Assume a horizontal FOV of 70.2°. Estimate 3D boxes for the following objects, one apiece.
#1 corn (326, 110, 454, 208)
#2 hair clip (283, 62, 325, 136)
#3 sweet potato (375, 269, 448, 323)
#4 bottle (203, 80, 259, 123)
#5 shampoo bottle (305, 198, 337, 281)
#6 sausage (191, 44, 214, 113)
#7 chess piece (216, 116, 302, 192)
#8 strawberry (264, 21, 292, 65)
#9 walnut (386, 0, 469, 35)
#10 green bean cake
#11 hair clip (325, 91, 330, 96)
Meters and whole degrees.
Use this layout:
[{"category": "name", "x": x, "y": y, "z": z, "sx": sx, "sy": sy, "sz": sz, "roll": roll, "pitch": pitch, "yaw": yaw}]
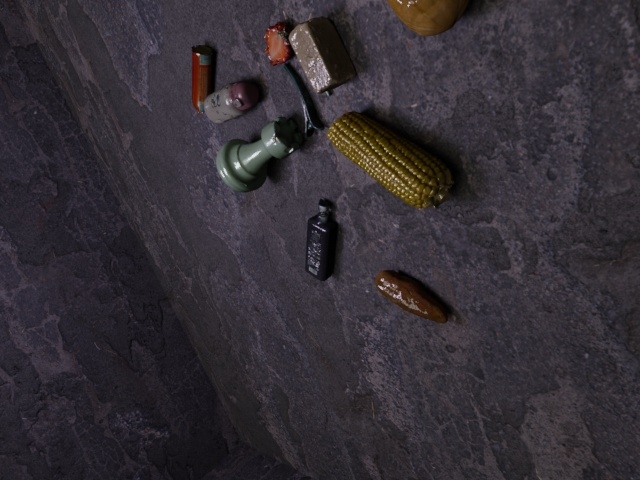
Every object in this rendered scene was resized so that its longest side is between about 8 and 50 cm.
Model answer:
[{"category": "corn", "x": 0.177, "y": -0.220, "z": 1.203, "sx": 0.387, "sy": 0.144, "sz": 0.144, "roll": 40, "pitch": 139, "yaw": 20}, {"category": "hair clip", "x": -0.054, "y": -0.437, "z": 1.392, "sx": 0.070, "sy": 0.039, "sz": 0.229, "roll": -13, "pitch": 101, "yaw": 50}, {"category": "sweet potato", "x": 0.286, "y": 0.176, "z": 1.413, "sx": 0.252, "sy": 0.097, "sz": 0.097, "roll": 31, "pitch": 135, "yaw": 23}, {"category": "bottle", "x": -0.301, "y": -0.479, "z": 1.565, "sx": 0.233, "sy": 0.110, "sz": 0.109, "roll": -1, "pitch": 115, "yaw": 48}, {"category": "shampoo bottle", "x": 0.001, "y": 0.000, "z": 1.604, "sx": 0.098, "sy": 0.071, "sz": 0.309, "roll": 32, "pitch": 136, "yaw": 31}, {"category": "sausage", "x": -0.437, "y": -0.577, "z": 1.669, "sx": 0.083, "sy": 0.083, "sz": 0.264, "roll": 41, "pitch": 140, "yaw": 20}, {"category": "chess piece", "x": -0.201, "y": -0.299, "z": 1.540, "sx": 0.299, "sy": 0.195, "sz": 0.194, "roll": -24, "pitch": 97, "yaw": 43}, {"category": "strawberry", "x": -0.121, "y": -0.582, "z": 1.350, "sx": 0.104, "sy": 0.048, "sz": 0.152, "roll": 53, "pitch": 156, "yaw": -6}, {"category": "walnut", "x": 0.215, "y": -0.522, "z": 0.927, "sx": 0.197, "sy": 0.165, "sz": 0.165, "roll": 55, "pitch": 142, "yaw": 8}, {"category": "green bean cake", "x": 0.006, "y": -0.496, "z": 1.219, "sx": 0.085, "sy": 0.109, "sz": 0.179, "roll": -16, "pitch": 103, "yaw": 51}, {"category": "hair clip", "x": -0.022, "y": -0.492, "z": 1.313, "sx": 0.049, "sy": 0.049, "sz": 0.172, "roll": -11, "pitch": 109, "yaw": 50}]
